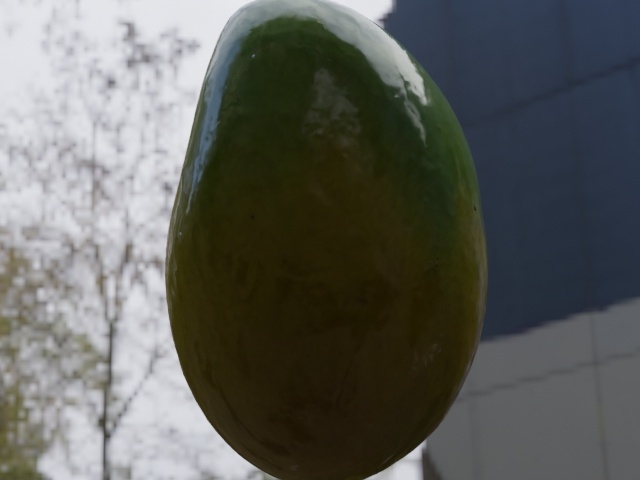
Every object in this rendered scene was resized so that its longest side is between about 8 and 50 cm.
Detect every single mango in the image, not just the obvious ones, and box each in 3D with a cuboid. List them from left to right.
[{"bbox_3d":[0.000,0.000,0.669,0.130,0.194,0.092,-11,7,7],"label":"mango"}]
